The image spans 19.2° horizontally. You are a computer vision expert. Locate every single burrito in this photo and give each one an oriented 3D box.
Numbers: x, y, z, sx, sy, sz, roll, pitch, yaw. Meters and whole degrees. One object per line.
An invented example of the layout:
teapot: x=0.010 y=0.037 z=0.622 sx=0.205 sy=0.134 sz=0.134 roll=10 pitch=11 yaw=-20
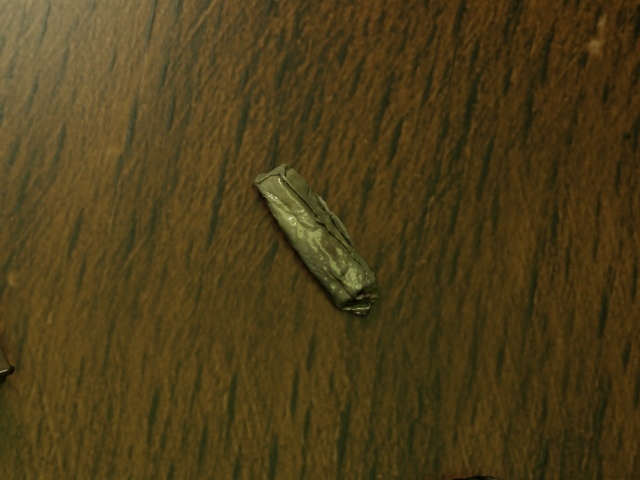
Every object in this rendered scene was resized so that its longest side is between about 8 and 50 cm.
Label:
burrito: x=0.000 y=0.000 z=1.984 sx=0.058 sy=0.045 sz=0.188 roll=-35 pitch=91 yaw=16

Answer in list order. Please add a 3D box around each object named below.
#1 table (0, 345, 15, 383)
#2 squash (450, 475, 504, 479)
table: x=-0.429 y=0.125 z=1.876 sx=0.227 sy=0.167 sz=0.167 roll=-18 pitch=86 yaw=-17
squash: x=0.166 y=0.335 z=1.911 sx=0.193 sy=0.156 sz=0.193 roll=-5 pitch=102 yaw=-25
